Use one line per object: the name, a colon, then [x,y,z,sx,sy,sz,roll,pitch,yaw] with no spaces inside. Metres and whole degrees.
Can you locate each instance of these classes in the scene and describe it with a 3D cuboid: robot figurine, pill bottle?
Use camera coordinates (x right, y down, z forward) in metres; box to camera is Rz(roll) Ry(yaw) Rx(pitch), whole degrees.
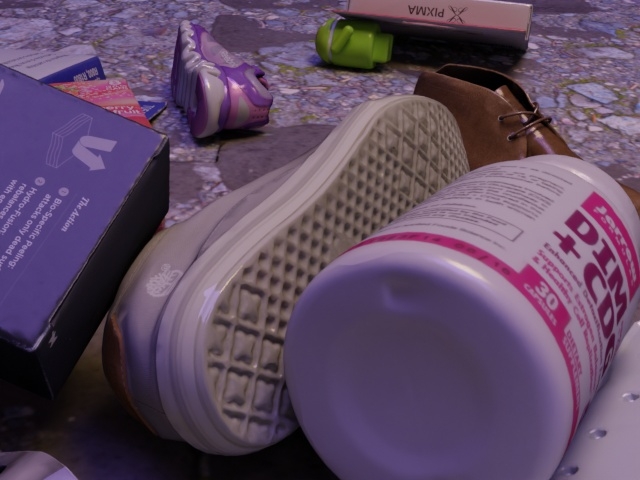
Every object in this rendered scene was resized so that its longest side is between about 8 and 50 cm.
robot figurine: [0.044,-0.284,1.222,0.115,0.067,0.101,10,20,14]
pill bottle: [0.113,0.038,0.548,0.161,0.160,0.283,17,26,25]

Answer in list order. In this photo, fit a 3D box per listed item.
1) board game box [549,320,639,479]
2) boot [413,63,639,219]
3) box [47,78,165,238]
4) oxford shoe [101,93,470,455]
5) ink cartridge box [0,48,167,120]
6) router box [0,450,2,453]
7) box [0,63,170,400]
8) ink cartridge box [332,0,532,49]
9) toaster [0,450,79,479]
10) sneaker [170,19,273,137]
board game box: [0.273,0.126,0.363,0.390,0.050,0.390,-10,16,42]
boot: [0.197,-0.090,0.845,0.112,0.115,0.305,-19,37,-36]
box: [-0.284,-0.030,0.670,0.300,0.142,0.154,-8,30,-18]
oxford shoe: [0.000,0.000,0.644,0.130,0.169,0.449,-9,19,36]
ink cartridge box: [-0.370,-0.156,0.926,0.330,0.071,0.324,4,21,5]
router box: [-0.344,0.149,0.410,0.243,0.080,0.309,27,38,36]
box: [-0.195,-0.013,0.512,0.158,0.093,0.156,24,60,3]
ink cartridge box: [0.172,-0.336,1.257,0.275,0.060,0.239,9,7,12]
toaster: [-0.153,0.166,0.302,0.168,0.110,0.186,-34,8,-35]
sneaker: [-0.122,-0.197,1.044,0.105,0.095,0.236,-2,34,-21]
